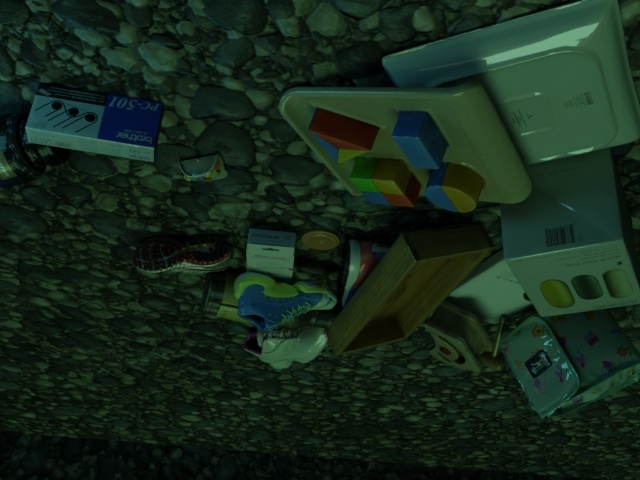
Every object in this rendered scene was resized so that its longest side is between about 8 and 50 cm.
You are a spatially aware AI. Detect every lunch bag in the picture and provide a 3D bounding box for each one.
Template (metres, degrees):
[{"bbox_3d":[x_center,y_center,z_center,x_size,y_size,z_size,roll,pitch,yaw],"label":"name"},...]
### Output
[{"bbox_3d":[0.575,0.272,1.841,0.262,0.223,0.160,-25,148,-1],"label":"lunch bag"}]

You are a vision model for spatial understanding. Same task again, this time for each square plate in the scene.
[{"bbox_3d":[0.317,-0.213,1.253,0.344,0.049,0.347,-10,149,25],"label":"square plate"}]

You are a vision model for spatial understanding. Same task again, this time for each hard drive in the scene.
[{"bbox_3d":[0.427,0.107,1.828,0.203,0.040,0.307,16,149,-21],"label":"hard drive"}]

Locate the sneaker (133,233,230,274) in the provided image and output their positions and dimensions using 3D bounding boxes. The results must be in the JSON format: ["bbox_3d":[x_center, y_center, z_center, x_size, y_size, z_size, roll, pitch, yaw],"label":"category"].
[{"bbox_3d":[-0.308,0.046,1.758,0.225,0.088,0.092,0,152,8],"label":"sneaker"}]

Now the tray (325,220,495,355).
[{"bbox_3d":[0.180,0.110,1.707,0.203,0.076,0.411,-9,152,-30],"label":"tray"}]

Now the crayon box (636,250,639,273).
[{"bbox_3d":[0.784,0.049,1.635,0.165,0.081,0.278,17,148,-23],"label":"crayon box"}]

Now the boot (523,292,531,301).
[{"bbox_3d":[0.525,0.132,1.779,0.118,0.042,0.087,-10,150,23],"label":"boot"}]

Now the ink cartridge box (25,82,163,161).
[{"bbox_3d":[-0.373,-0.197,1.316,0.207,0.097,0.046,9,151,-8],"label":"ink cartridge box"}]

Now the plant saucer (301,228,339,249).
[{"bbox_3d":[0.000,0.000,1.713,0.084,0.013,0.083,3,151,2],"label":"plant saucer"}]

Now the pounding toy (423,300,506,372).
[{"bbox_3d":[0.349,0.220,1.928,0.154,0.155,0.269,17,154,42],"label":"pounding toy"}]

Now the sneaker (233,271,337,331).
[{"bbox_3d":[-0.081,0.153,1.757,0.240,0.126,0.091,11,153,-13],"label":"sneaker"}]

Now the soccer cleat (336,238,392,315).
[{"bbox_3d":[0.099,0.100,1.796,0.116,0.108,0.318,1,149,-4],"label":"soccer cleat"}]

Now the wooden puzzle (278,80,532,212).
[{"bbox_3d":[0.140,-0.138,1.310,0.348,0.080,0.322,3,154,33],"label":"wooden puzzle"}]

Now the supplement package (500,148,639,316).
[{"bbox_3d":[0.463,-0.009,1.450,0.199,0.198,0.262,-11,148,25],"label":"supplement package"}]

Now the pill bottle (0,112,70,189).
[{"bbox_3d":[-0.560,-0.152,1.378,0.219,0.122,0.123,-15,148,8],"label":"pill bottle"}]

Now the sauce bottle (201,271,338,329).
[{"bbox_3d":[-0.113,0.159,1.914,0.344,0.111,0.111,15,149,-17],"label":"sauce bottle"}]

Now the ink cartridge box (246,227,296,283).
[{"bbox_3d":[-0.108,0.027,1.725,0.104,0.061,0.181,5,152,-2],"label":"ink cartridge box"}]

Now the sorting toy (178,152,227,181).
[{"bbox_3d":[-0.213,-0.129,1.489,0.083,0.044,0.075,-8,168,20],"label":"sorting toy"}]

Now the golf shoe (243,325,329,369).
[{"bbox_3d":[-0.090,0.266,2.111,0.140,0.115,0.306,25,144,-28],"label":"golf shoe"}]
